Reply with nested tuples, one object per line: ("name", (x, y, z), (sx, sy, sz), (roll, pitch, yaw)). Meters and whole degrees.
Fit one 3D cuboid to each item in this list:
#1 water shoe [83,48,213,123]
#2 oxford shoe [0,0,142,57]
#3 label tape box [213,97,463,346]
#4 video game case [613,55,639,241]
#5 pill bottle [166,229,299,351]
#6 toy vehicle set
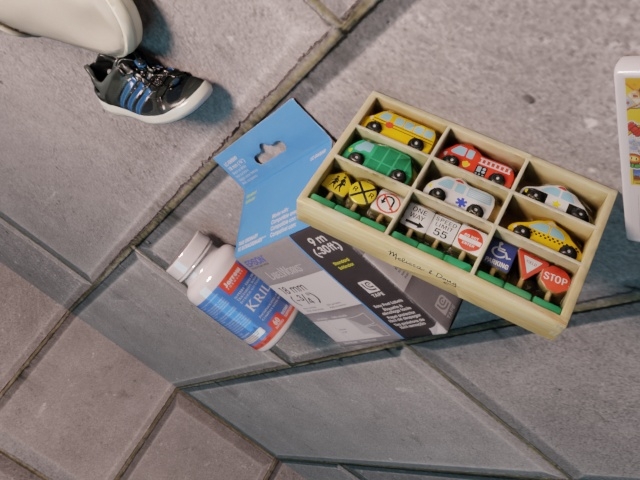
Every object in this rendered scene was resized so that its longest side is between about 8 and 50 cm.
("water shoe", (-0.227, -0.199, 0.832), (0.203, 0.073, 0.080), (8, 141, 35))
("oxford shoe", (-0.416, -0.314, 0.783), (0.450, 0.130, 0.169), (26, 149, 9))
("label tape box", (0.000, 0.000, 0.886), (0.334, 0.105, 0.241), (42, 149, -18))
("video game case", (0.363, -0.059, 0.527), (0.227, 0.026, 0.206), (11, 145, 35))
("pill bottle", (-0.153, 0.085, 1.145), (0.221, 0.124, 0.124), (38, 151, -13))
("toy vehicle set", (0.132, -0.034, 0.641), (0.267, 0.166, 0.035), (25, 151, 12))
